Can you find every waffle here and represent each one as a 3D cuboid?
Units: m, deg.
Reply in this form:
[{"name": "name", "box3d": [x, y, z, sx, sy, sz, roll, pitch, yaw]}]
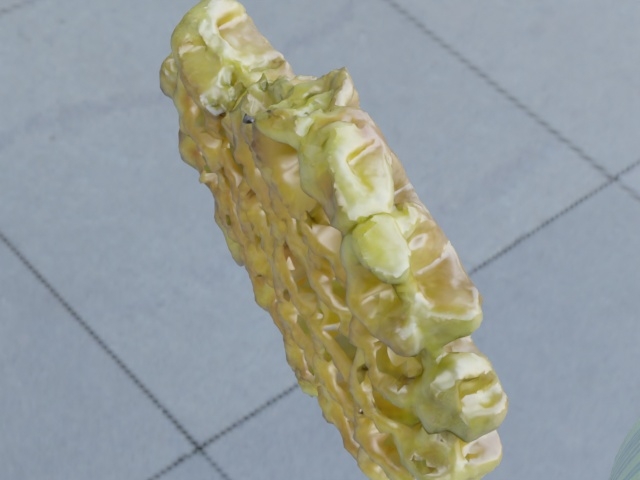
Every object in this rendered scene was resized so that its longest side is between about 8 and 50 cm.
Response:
[{"name": "waffle", "box3d": [0.001, 0.000, 0.655, 0.056, 0.253, 0.249, -25, 90, -11]}]

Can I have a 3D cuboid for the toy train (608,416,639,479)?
[{"name": "toy train", "box3d": [0.104, 0.098, 0.424, 0.105, 0.157, 0.253, 45, 10, 10]}]
